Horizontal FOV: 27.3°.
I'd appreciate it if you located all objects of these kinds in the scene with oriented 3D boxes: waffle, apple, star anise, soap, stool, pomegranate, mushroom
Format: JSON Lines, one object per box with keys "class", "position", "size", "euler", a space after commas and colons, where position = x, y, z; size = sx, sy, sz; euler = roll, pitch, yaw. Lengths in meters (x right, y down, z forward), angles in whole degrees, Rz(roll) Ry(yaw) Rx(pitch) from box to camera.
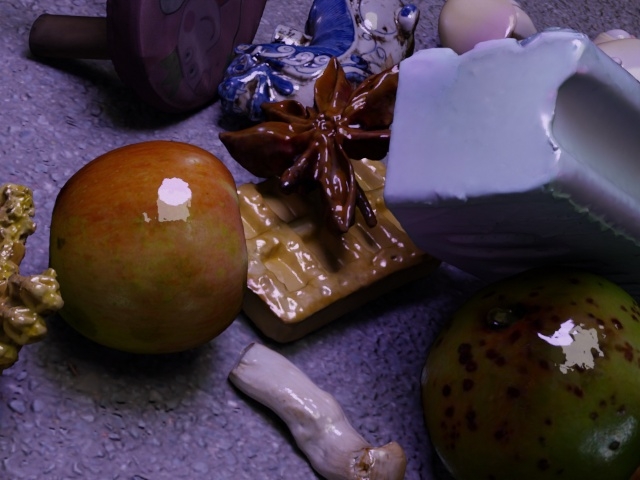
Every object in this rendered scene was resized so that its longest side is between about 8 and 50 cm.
{"class": "waffle", "position": [0.000, 0.000, 1.352], "size": [0.274, 0.057, 0.168], "euler": [-22, 59, -42]}
{"class": "apple", "position": [-0.153, 0.007, 1.162], "size": [0.196, 0.196, 0.196], "euler": [15, 40, -13]}
{"class": "star anise", "position": [0.005, -0.100, 1.333], "size": [0.196, 0.111, 0.212], "euler": [14, 68, 15]}
{"class": "waffle", "position": [-0.271, 0.036, 1.105], "size": [0.051, 0.149, 0.194], "euler": [38, 24, -37]}
{"class": "soap", "position": [0.244, -0.039, 1.273], "size": [0.446, 0.261, 0.156], "euler": [23, 71, -46]}
{"class": "stool", "position": [-0.186, -0.289, 1.437], "size": [0.178, 0.272, 0.272], "euler": [22, 36, 21]}
{"class": "pomegranate", "position": [0.222, 0.168, 1.186], "size": [0.286, 0.231, 0.231], "euler": [55, 41, -6]}
{"class": "mushroom", "position": [-0.006, 0.158, 1.180], "size": [0.202, 0.054, 0.059], "euler": [41, 43, 25]}

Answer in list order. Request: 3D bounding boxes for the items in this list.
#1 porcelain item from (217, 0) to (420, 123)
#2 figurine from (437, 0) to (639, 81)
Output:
{"class": "porcelain item", "position": [0.004, -0.202, 1.535], "size": [0.186, 0.138, 0.288], "euler": [18, 43, 7]}
{"class": "figurine", "position": [0.256, -0.198, 1.643], "size": [0.274, 0.227, 0.394], "euler": [-30, 53, -14]}
